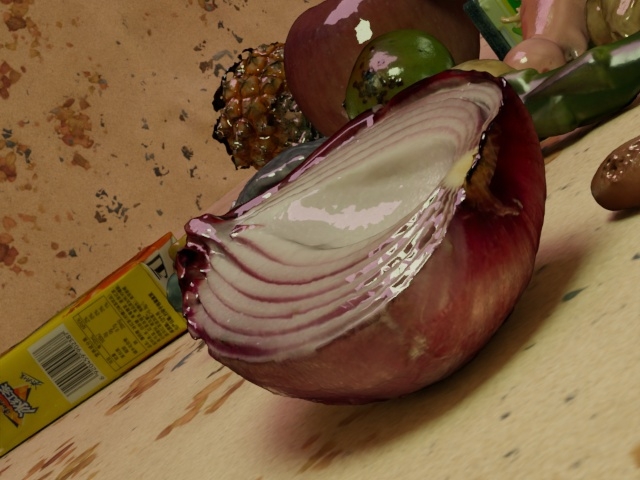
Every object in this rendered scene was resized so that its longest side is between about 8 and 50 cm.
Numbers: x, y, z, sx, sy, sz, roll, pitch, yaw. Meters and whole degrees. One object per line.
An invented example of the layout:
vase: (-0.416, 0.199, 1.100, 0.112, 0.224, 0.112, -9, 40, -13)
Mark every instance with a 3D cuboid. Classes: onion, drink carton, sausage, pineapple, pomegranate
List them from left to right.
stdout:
drink carton: (-0.314, 0.140, 1.586, 0.351, 0.111, 0.154, -35, 7, 17)
pineapple: (-0.009, -0.193, 1.985, 0.262, 0.262, 0.271, -38, 31, -15)
onion: (0.021, 0.013, 0.754, 0.283, 0.120, 0.227, -6, 42, 48)
pomegranate: (0.127, -0.181, 1.486, 0.205, 0.159, 0.159, -11, 9, 0)
sausage: (0.229, -0.063, 0.685, 0.186, 0.043, 0.043, -30, 10, 39)

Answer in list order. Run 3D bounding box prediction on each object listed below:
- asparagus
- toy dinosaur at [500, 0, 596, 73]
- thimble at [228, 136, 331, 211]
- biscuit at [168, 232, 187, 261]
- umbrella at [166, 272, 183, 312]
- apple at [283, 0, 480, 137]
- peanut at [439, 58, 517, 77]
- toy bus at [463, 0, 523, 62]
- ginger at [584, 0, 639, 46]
asparagus: (0.160, -0.105, 1.045, 0.287, 0.080, 0.080, -16, 17, 27)
toy dinosaur: (0.226, -0.223, 1.249, 0.177, 0.194, 0.152, -15, 1, -39)
thimble: (0.002, 0.002, 0.890, 0.150, 0.150, 0.098, -34, 10, 15)
biscuit: (-0.036, -0.009, 1.229, 0.183, 0.039, 0.174, -31, -29, 25)
umbrella: (-0.010, 0.009, 1.084, 0.348, 0.094, 0.143, -24, -10, 37)
apple: (0.098, -0.269, 1.746, 0.305, 0.235, 0.306, -32, 9, 6)
peanut: (0.127, -0.118, 1.216, 0.117, 0.101, 0.263, -21, 4, -13)
toy bus: (0.317, -0.319, 1.470, 0.164, 0.134, 0.276, -28, 13, 50)
ginger: (0.305, -0.239, 1.091, 0.270, 0.123, 0.219, -51, -4, -34)
